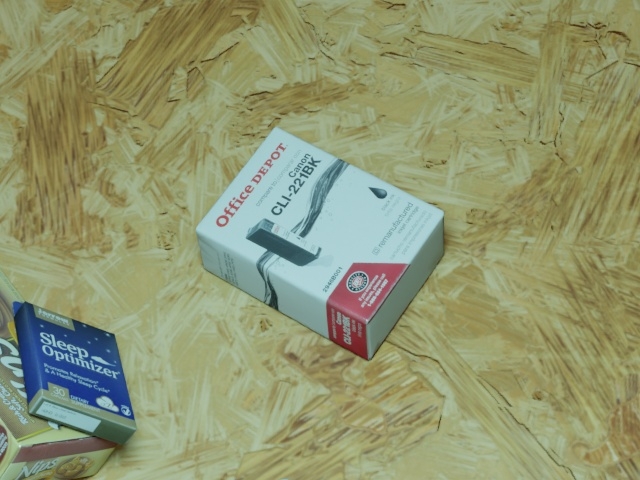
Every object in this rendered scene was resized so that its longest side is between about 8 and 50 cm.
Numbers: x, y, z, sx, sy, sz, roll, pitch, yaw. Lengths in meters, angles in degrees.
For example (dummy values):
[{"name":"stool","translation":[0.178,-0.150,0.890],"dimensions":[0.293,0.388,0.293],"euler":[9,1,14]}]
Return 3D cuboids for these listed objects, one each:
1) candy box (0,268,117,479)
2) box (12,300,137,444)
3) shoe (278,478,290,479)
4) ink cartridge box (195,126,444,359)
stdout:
[{"name":"candy box","translation":[-0.409,0.164,2.061],"dimensions":[0.316,0.183,0.087],"euler":[49,117,26]},{"name":"box","translation":[-0.312,0.153,2.062],"dimensions":[0.136,0.036,0.225],"euler":[24,24,-31]},{"name":"shoe","translation":[-0.011,0.374,1.986],"dimensions":[0.081,0.063,0.178],"euler":[-4,64,-1]},{"name":"ink cartridge box","translation":[0.000,0.000,2.176],"dimensions":[0.273,0.114,0.197],"euler":[27,65,19]}]
